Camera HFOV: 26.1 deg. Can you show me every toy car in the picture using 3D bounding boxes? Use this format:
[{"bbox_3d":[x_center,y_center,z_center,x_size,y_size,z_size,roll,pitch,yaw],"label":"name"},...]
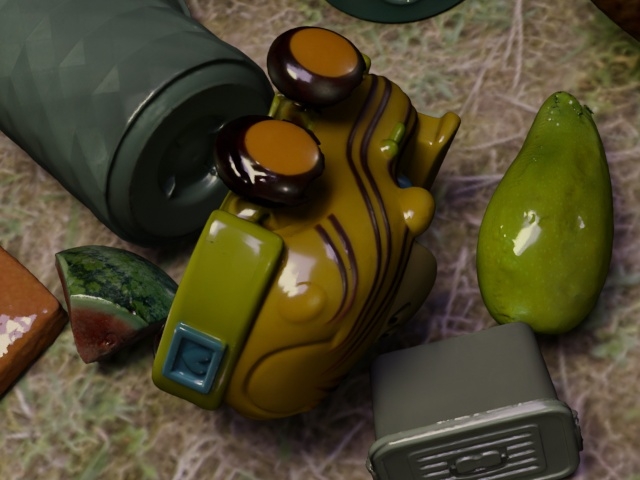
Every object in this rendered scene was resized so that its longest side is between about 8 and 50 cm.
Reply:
[{"bbox_3d":[0.000,0.000,0.814,0.142,0.200,0.248,23,49,0],"label":"toy car"}]

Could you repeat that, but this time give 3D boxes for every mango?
[{"bbox_3d":[0.144,-0.018,0.841,0.074,0.091,0.165,3,62,28],"label":"mango"}]

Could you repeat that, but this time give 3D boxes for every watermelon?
[{"bbox_3d":[-0.131,0.041,0.907,0.092,0.072,0.084,12,43,-22],"label":"watermelon"}]

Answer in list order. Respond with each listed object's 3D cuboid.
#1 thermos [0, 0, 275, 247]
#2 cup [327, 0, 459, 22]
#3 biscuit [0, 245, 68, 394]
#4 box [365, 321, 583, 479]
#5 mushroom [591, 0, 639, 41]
[{"bbox_3d":[-0.159,-0.132,0.962,0.182,0.145,0.286,-25,51,-34],"label":"thermos"},{"bbox_3d":[0.042,-0.269,0.963,0.300,0.173,0.167,-9,60,9],"label":"cup"},{"bbox_3d":[-0.323,0.066,0.942,0.306,0.043,0.284,-10,59,9],"label":"biscuit"},{"bbox_3d":[0.084,0.101,0.795,0.122,0.084,0.069,-14,51,5],"label":"box"},{"bbox_3d":[0.292,-0.223,0.835,0.283,0.263,0.195,8,23,32],"label":"mushroom"}]
